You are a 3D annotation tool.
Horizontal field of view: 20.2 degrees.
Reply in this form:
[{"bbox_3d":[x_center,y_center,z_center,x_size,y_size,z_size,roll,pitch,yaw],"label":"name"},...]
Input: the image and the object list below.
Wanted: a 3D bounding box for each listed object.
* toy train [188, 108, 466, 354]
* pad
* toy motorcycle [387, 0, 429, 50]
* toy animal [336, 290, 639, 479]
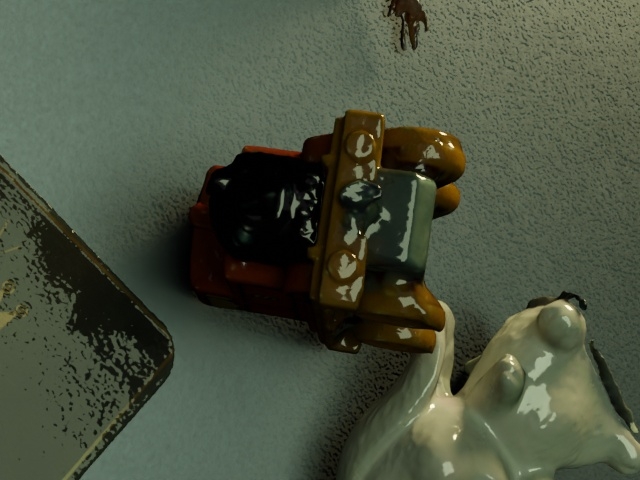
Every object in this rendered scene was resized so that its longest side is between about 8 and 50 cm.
[{"bbox_3d":[0.000,0.000,1.538,0.231,0.369,0.163,7,80,3],"label":"toy train"},{"bbox_3d":[-0.322,0.076,1.512,0.375,0.063,0.315,46,70,-15],"label":"pad"},{"bbox_3d":[0.051,-0.380,1.685,0.207,0.134,0.401,-12,90,-19],"label":"toy motorcycle"},{"bbox_3d":[0.144,0.174,1.668,0.289,0.174,0.249,-15,105,-27],"label":"toy animal"}]
